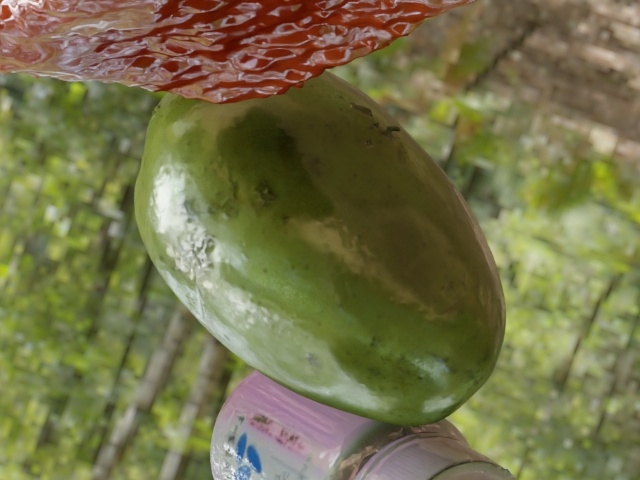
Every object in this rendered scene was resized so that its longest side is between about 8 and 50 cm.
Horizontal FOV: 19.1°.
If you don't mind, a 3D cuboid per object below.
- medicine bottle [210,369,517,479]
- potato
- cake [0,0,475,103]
[{"bbox_3d":[0.034,0.188,1.455,0.152,0.152,0.254,19,-177,-34],"label":"medicine bottle"},{"bbox_3d":[-0.001,0.001,1.348,0.304,0.216,0.216,49,-177,4],"label":"potato"},{"bbox_3d":[-0.076,-0.254,1.020,0.269,0.320,0.270,1,161,-40],"label":"cake"}]
